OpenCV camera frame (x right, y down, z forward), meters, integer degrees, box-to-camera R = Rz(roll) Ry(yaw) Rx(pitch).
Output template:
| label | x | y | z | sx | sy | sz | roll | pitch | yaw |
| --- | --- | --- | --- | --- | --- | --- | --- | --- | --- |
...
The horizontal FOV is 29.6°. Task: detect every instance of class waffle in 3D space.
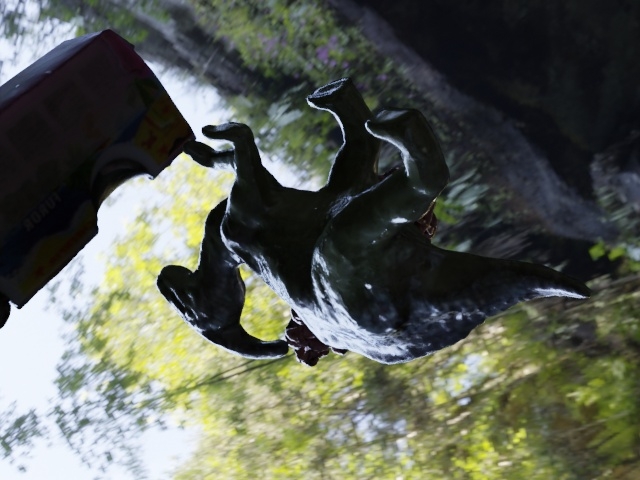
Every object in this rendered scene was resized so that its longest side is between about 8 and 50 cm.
| label | x | y | z | sx | sy | sz | roll | pitch | yaw |
| --- | --- | --- | --- | --- | --- | --- | --- | --- | --- |
| waffle | 0.051 | 0.022 | 1.309 | 0.055 | 0.221 | 0.234 | 31 | -139 | 29 |

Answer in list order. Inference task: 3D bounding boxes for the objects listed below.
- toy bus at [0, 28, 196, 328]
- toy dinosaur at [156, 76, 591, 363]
| label | x | y | z | sx | sy | sz | roll | pitch | yaw |
| --- | --- | --- | --- | --- | --- | --- | --- | --- | --- |
| toy bus | -0.205 | -0.018 | 0.761 | 0.274 | 0.090 | 0.112 | -48 | -60 | -34 |
| toy dinosaur | 0.003 | -0.004 | 0.700 | 0.077 | 0.294 | 0.162 | -36 | -65 | -36 |
